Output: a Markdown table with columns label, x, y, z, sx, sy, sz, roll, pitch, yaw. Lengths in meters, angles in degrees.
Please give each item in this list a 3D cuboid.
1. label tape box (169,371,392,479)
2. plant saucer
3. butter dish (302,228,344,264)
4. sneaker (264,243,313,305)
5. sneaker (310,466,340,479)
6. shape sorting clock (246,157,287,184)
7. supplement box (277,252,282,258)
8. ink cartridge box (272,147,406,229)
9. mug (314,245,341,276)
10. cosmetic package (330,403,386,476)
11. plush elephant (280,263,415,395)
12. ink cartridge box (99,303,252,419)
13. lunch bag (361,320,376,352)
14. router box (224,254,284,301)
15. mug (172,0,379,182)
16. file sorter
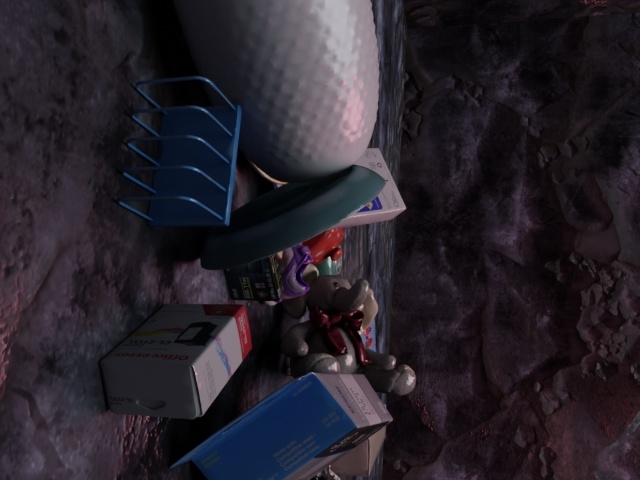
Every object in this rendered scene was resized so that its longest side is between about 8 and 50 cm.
| label | x | y | z | sx | sy | sz | roll | pitch | yaw |
| --- | --- | --- | --- | --- | --- | --- | --- | --- | --- |
| label tape box | -0.045 | 0.330 | 1.053 | 0.115 | 0.249 | 0.347 | 56 | 10 | 20 |
| plant saucer | -0.053 | -0.048 | 1.002 | 0.044 | 0.317 | 0.317 | 65 | 21 | -14 |
| butter dish | 0.000 | 0.000 | 1.449 | 0.160 | 0.118 | 0.160 | -49 | 164 | 2 |
| sneaker | -0.067 | 0.016 | 1.318 | 0.095 | 0.104 | 0.237 | 8 | 80 | -73 |
| sneaker | 0.001 | 0.646 | 1.679 | 0.106 | 0.078 | 0.234 | -69 | 152 | -47 |
| shape sorting clock | -0.093 | -0.209 | 1.230 | 0.206 | 0.040 | 0.206 | 27 | 56 | -50 |
| supplement box | -0.113 | 0.000 | 1.219 | 0.098 | 0.062 | 0.036 | 63 | 32 | -63 |
| ink cartridge box | 0.023 | -0.108 | 1.352 | 0.332 | 0.065 | 0.165 | -8 | 70 | -40 |
| mug | 0.001 | 0.035 | 1.598 | 0.129 | 0.097 | 0.158 | 66 | 29 | -59 |
| cosmetic package | 0.095 | 0.571 | 1.872 | 0.309 | 0.160 | 0.113 | -16 | 106 | -74 |
| plush elephant | 0.036 | 0.184 | 1.387 | 0.330 | 0.271 | 0.256 | -10 | -112 | 60 |
| ink cartridge box | -0.180 | 0.149 | 0.828 | 0.175 | 0.127 | 0.072 | -53 | 140 | -67 |
| lunch bag | 0.035 | 0.329 | 1.750 | 0.293 | 0.138 | 0.221 | -37 | 129 | -52 |
| router box | -0.122 | 0.051 | 1.129 | 0.038 | 0.092 | 0.123 | -70 | 155 | -52 |
| mug | -0.066 | -0.287 | 1.004 | 0.374 | 0.276 | 0.328 | 41 | -28 | 57 |
| file sorter | -0.185 | -0.113 | 0.829 | 0.104 | 0.118 | 0.170 | 39 | 53 | -67 |
